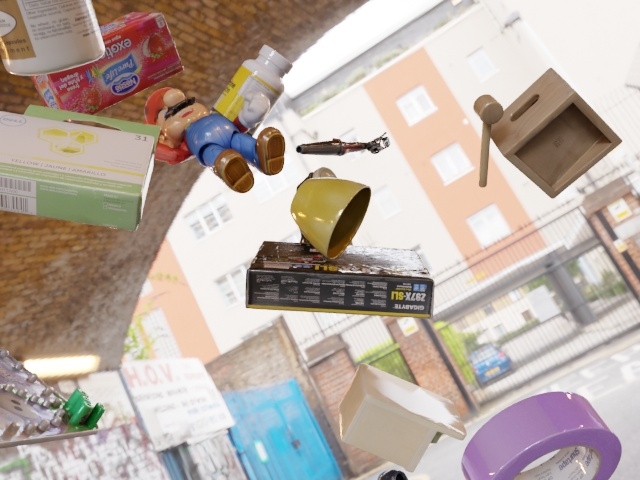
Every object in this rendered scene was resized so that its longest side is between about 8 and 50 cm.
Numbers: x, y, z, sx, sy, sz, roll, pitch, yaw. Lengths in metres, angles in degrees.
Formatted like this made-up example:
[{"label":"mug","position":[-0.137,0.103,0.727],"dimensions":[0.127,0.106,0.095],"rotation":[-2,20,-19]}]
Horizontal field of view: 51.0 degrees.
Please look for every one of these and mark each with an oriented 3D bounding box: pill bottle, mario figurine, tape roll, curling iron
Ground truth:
[{"label":"pill bottle","position":[-0.138,-0.305,1.380],"dimensions":[0.184,0.103,0.103],"rotation":[-54,-19,6]},{"label":"pill bottle","position":[-0.368,-0.336,0.846],"dimensions":[0.131,0.229,0.131],"rotation":[-7,27,4]},{"label":"mario figurine","position":[-0.213,-0.200,1.168],"dimensions":[0.198,0.321,0.170],"rotation":[3,-71,-47]},{"label":"tape roll","position":[0.401,0.403,1.226],"dimensions":[0.275,0.090,0.274],"rotation":[-9,-53,-12]},{"label":"curling iron","position":[0.044,-0.182,1.266],"dimensions":[0.068,0.035,0.274],"rotation":[-23,-8,39]}]

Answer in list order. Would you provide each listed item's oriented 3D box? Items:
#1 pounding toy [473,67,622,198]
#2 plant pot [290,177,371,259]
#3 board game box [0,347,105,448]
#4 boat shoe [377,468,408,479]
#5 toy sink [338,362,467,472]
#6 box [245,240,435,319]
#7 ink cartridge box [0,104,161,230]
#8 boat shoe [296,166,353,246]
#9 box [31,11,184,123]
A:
[{"label":"pounding toy","position":[0.289,-0.158,0.970],"dimensions":[0.206,0.094,0.181],"rotation":[33,-64,-29]},{"label":"plant pot","position":[0.008,-0.049,1.089],"dimensions":[0.134,0.095,0.134],"rotation":[-51,-20,-27]},{"label":"board game box","position":[-0.567,0.181,1.044],"dimensions":[0.050,0.390,0.390],"rotation":[-57,-15,-5]},{"label":"boat shoe","position":[0.176,0.618,1.419],"dimensions":[0.109,0.258,0.089],"rotation":[-10,-25,-26]},{"label":"toy sink","position":[0.169,0.390,1.439],"dimensions":[0.153,0.234,0.131],"rotation":[-95,29,-74]},{"label":"box","position":[0.035,0.067,1.252],"dimensions":[0.322,0.079,0.257],"rotation":[3,13,0]},{"label":"ink cartridge box","position":[-0.274,-0.109,0.758],"dimensions":[0.171,0.235,0.056],"rotation":[8,-53,-11]},{"label":"boat shoe","position":[-0.003,-0.001,1.600],"dimensions":[0.113,0.339,0.127],"rotation":[-18,-13,35]},{"label":"box","position":[-0.416,-0.341,1.301],"dimensions":[0.257,0.128,0.122],"rotation":[-36,-53,-27]}]
